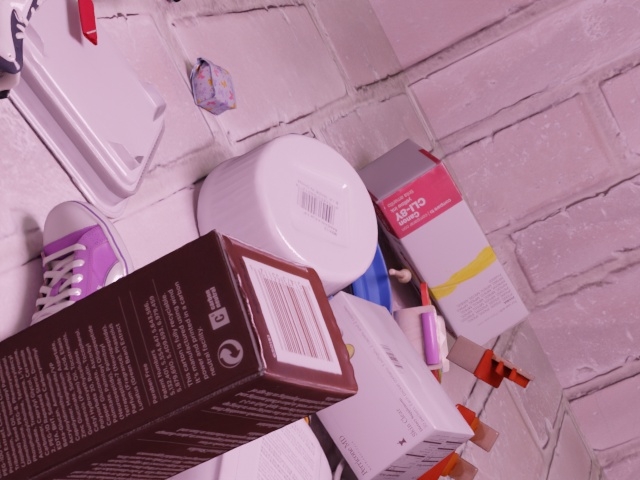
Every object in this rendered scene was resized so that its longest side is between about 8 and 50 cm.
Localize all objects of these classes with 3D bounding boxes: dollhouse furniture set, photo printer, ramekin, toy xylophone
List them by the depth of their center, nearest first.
[{"bbox_3d":[-0.086,0.303,1.586,0.256,0.107,0.307,54,21,-27],"label":"photo printer"},{"bbox_3d":[-0.040,-0.029,1.930,0.277,0.135,0.277,24,52,-35],"label":"ramekin"},{"bbox_3d":[0.243,0.309,2.172,0.135,0.259,0.262,30,-1,35],"label":"dollhouse furniture set"},{"bbox_3d":[0.187,0.163,2.352,0.322,0.081,0.236,-9,91,-83],"label":"toy xylophone"}]

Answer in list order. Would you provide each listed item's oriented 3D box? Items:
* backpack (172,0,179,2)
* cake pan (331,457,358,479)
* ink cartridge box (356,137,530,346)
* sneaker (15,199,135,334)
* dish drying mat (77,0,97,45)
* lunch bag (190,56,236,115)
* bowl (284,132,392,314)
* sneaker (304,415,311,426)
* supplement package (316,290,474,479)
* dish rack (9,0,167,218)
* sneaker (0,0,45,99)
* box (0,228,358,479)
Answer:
[{"bbox_3d":[-0.252,-0.525,2.127,0.188,0.144,0.166,41,35,-42],"label":"backpack"},{"bbox_3d":[0.077,0.468,1.877,0.293,0.054,0.293,51,23,-32],"label":"cake pan"},{"bbox_3d":[0.242,0.009,2.577,0.385,0.160,0.279,58,-2,-17],"label":"ink cartridge box"},{"bbox_3d":[-0.281,0.073,1.387,0.161,0.102,0.282,19,48,-59],"label":"sneaker"},{"bbox_3d":[-0.314,-0.301,1.686,0.032,0.008,0.083,37,33,-49],"label":"dish drying mat"},{"bbox_3d":[-0.182,-0.262,2.112,0.071,0.053,0.083,21,57,-60],"label":"lunch bag"},{"bbox_3d":[0.000,0.000,2.219,0.391,0.077,0.391,51,24,-33],"label":"bowl"},{"bbox_3d":[-0.067,0.216,1.781,0.215,0.084,0.083,43,34,-48],"label":"sneaker"},{"bbox_3d":[0.084,0.235,1.947,0.262,0.145,0.204,55,13,23],"label":"supplement package"},{"bbox_3d":[-0.321,-0.221,1.688,0.333,0.072,0.285,54,23,-23],"label":"dish rack"},{"bbox_3d":[-0.373,-0.249,1.488,0.235,0.094,0.153,-27,103,-48],"label":"sneaker"},{"bbox_3d":[-0.181,0.142,1.133,0.191,0.381,0.143,25,41,-62],"label":"box"}]
